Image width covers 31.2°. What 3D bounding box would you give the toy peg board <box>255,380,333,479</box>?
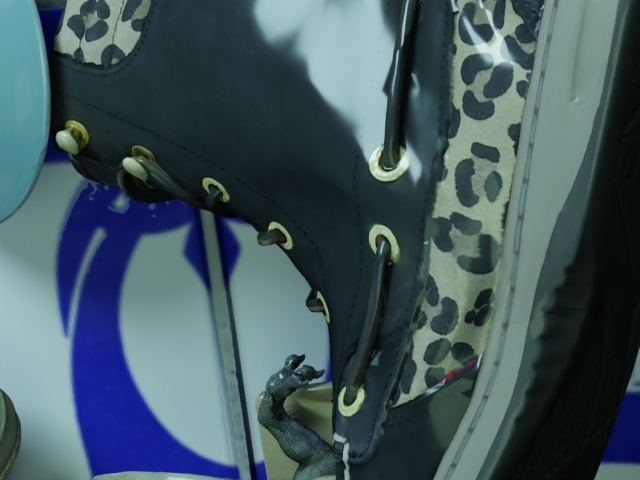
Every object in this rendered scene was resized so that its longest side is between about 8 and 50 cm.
[{"bbox_3d":[0.057,0.153,0.693,0.161,0.079,0.160,-9,93,8],"label":"toy peg board"}]

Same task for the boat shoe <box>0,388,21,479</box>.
[{"bbox_3d":[-0.260,0.191,0.719,0.089,0.104,0.285,23,120,-38],"label":"boat shoe"}]

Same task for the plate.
[{"bbox_3d":[-0.205,-0.094,0.588,0.188,0.024,0.188,16,115,38],"label":"plate"}]

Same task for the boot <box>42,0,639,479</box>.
[{"bbox_3d":[0.000,0.000,0.535,0.284,0.138,0.377,25,113,32],"label":"boot"}]

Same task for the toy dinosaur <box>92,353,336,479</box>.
[{"bbox_3d":[0.003,0.135,0.630,0.268,0.064,0.118,17,103,9],"label":"toy dinosaur"}]
